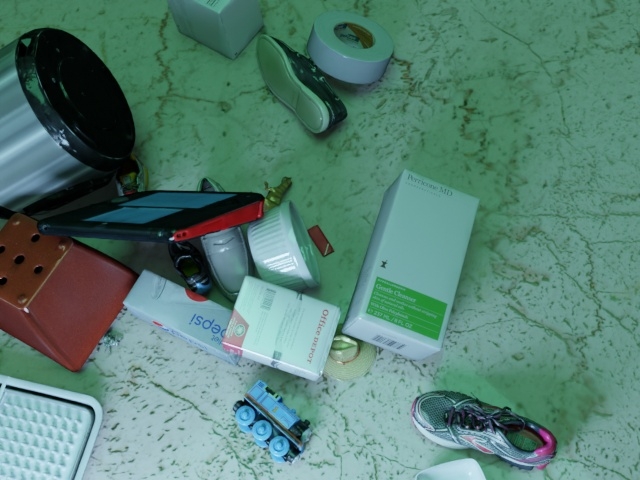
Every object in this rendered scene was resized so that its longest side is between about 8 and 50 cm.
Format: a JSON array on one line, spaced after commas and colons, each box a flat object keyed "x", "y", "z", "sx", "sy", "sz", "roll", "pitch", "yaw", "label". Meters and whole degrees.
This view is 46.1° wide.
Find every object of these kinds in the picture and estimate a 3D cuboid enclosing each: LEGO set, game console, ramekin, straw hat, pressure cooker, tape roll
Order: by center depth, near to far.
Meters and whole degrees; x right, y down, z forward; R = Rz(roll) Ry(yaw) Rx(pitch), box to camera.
[{"x": -0.347, "y": -0.057, "z": 1.601, "sx": 0.386, "sy": 0.342, "sz": 0.060, "roll": 3, "pitch": 101, "yaw": 29, "label": "game console"}, {"x": 0.050, "y": 0.236, "z": 1.655, "sx": 0.144, "sy": 0.061, "sz": 0.144, "roll": -2, "pitch": 64, "yaw": 5, "label": "straw hat"}, {"x": -0.085, "y": 0.022, "z": 1.696, "sx": 0.109, "sy": 0.207, "sz": 0.207, "roll": -19, "pitch": 64, "yaw": 6, "label": "ramekin"}, {"x": -0.498, "y": 0.235, "z": 1.731, "sx": 0.083, "sy": 0.023, "sz": 0.054, "roll": -33, "pitch": 66, "yaw": -10, "label": "LEGO set"}, {"x": -0.701, "y": -0.256, "z": 1.779, "sx": 0.420, "sy": 0.370, "sz": 0.376, "roll": -25, "pitch": 60, "yaw": 17, "label": "pressure cooker"}, {"x": 0.078, "y": -0.503, "z": 1.948, "sx": 0.219, "sy": 0.072, "sz": 0.219, "roll": 11, "pitch": 47, "yaw": -12, "label": "tape roll"}]

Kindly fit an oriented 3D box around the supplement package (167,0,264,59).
[{"x": -0.289, "y": -0.637, "z": 2.031, "sx": 0.203, "sy": 0.194, "sz": 0.149, "roll": 30, "pitch": 72, "yaw": 18, "label": "supplement package"}]

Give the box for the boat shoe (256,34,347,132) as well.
[{"x": -0.046, "y": -0.417, "z": 1.949, "sx": 0.113, "sy": 0.127, "sz": 0.340, "roll": -19, "pitch": 54, "yaw": -32, "label": "boat shoe"}]

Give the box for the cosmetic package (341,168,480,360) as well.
[{"x": 0.199, "y": 0.054, "z": 1.652, "sx": 0.197, "sy": 0.155, "sz": 0.366, "roll": 20, "pitch": 69, "yaw": -6, "label": "cosmetic package"}]

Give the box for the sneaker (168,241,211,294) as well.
[{"x": -0.310, "y": 0.048, "z": 1.759, "sx": 0.067, "sy": 0.078, "sz": 0.188, "roll": -31, "pitch": 45, "yaw": -8, "label": "sneaker"}]

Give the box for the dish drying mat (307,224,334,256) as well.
[{"x": 0.000, "y": 0.000, "z": 1.801, "sx": 0.032, "sy": 0.008, "sz": 0.083, "roll": -29, "pitch": 65, "yaw": -7, "label": "dish drying mat"}]

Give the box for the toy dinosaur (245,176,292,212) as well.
[{"x": -0.129, "y": -0.080, "z": 1.823, "sx": 0.112, "sy": 0.064, "sz": 0.211, "roll": 14, "pitch": 67, "yaw": 11, "label": "toy dinosaur"}]

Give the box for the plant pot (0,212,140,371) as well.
[{"x": -0.614, "y": 0.091, "z": 1.683, "sx": 0.267, "sy": 0.236, "sz": 0.267, "roll": 24, "pitch": 68, "yaw": 21, "label": "plant pot"}]

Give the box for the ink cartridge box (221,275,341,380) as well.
[{"x": -0.082, "y": 0.188, "z": 1.598, "sx": 0.217, "sy": 0.092, "sz": 0.159, "roll": 18, "pitch": 70, "yaw": 1, "label": "ink cartridge box"}]

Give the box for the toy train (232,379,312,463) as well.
[{"x": -0.100, "y": 0.386, "z": 1.591, "sx": 0.184, "sy": 0.080, "sz": 0.105, "roll": 37, "pitch": 67, "yaw": 20, "label": "toy train"}]

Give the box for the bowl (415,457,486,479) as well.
[{"x": 0.269, "y": 0.519, "z": 1.502, "sx": 0.142, "sy": 0.053, "sz": 0.142, "roll": -15, "pitch": 63, "yaw": -1, "label": "bowl"}]

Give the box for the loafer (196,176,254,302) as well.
[{"x": -0.235, "y": -0.005, "z": 1.770, "sx": 0.112, "sy": 0.111, "sz": 0.319, "roll": -21, "pitch": 64, "yaw": -4, "label": "loafer"}]

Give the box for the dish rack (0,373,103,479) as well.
[{"x": -0.645, "y": 0.452, "z": 1.617, "sx": 0.332, "sy": 0.072, "sz": 0.286, "roll": 10, "pitch": 65, "yaw": 11, "label": "dish rack"}]

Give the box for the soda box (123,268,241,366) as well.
[{"x": -0.296, "y": 0.173, "z": 1.703, "sx": 0.286, "sy": 0.091, "sz": 0.098, "roll": 24, "pitch": 69, "yaw": 16, "label": "soda box"}]

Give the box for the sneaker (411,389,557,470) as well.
[{"x": 0.334, "y": 0.372, "z": 1.533, "sx": 0.299, "sy": 0.112, "sz": 0.121, "roll": 13, "pitch": 67, "yaw": 13, "label": "sneaker"}]

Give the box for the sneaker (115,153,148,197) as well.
[{"x": -0.471, "y": -0.117, "z": 1.858, "sx": 0.088, "sy": 0.093, "sz": 0.225, "roll": -15, "pitch": 65, "yaw": -1, "label": "sneaker"}]
